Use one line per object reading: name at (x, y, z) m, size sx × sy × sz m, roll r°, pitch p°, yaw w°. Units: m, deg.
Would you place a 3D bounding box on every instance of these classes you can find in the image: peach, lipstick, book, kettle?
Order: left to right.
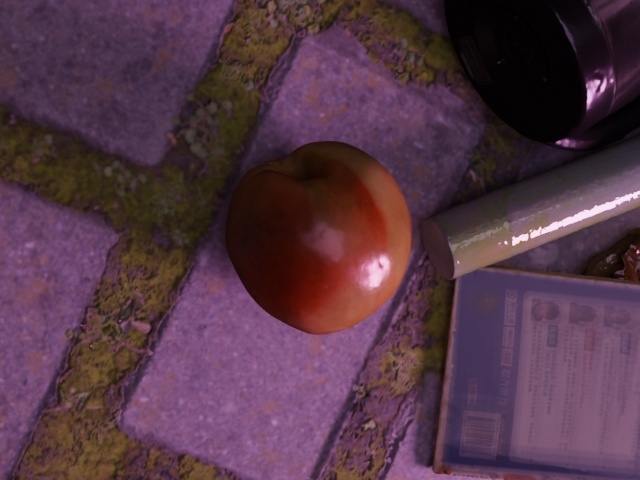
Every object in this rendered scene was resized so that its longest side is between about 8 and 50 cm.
peach at (0.000, 0.000, 1.375) m, size 0.184 × 0.184 × 0.184 m, roll -2°, pitch 95°, yaw -17°
lipstick at (0.255, -0.043, 1.499) m, size 0.304 × 0.076 × 0.076 m, roll -21°, pitch 101°, yaw -16°
book at (0.288, 0.151, 1.509) m, size 0.322 × 0.018 × 0.228 m, roll 7°, pitch 94°, yaw -1°
kettle at (0.299, -0.229, 1.436) m, size 0.271 × 0.207 × 0.250 m, roll -34°, pitch 97°, yaw -20°

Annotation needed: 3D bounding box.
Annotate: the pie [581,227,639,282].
pie at (0.355, 0.076, 1.558) m, size 0.195 × 0.046 × 0.195 m, roll -2°, pitch 97°, yaw -18°
